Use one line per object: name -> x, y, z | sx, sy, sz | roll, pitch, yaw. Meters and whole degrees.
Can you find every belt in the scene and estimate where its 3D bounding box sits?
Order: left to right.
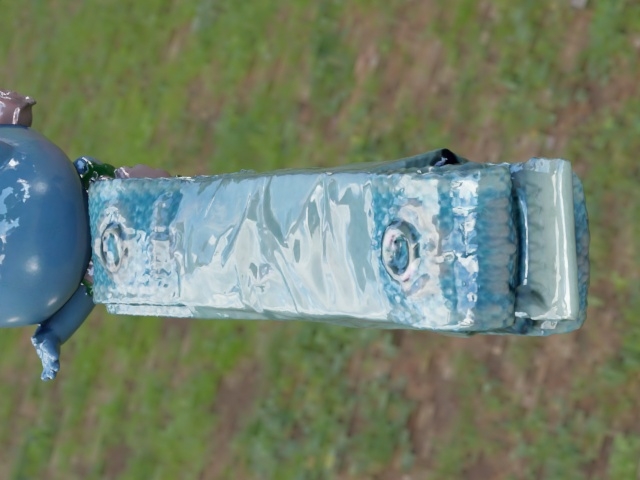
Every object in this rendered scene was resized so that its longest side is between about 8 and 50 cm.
belt -> 0.000, 0.000, 0.804 | 0.302, 0.087, 0.072 | 1, 91, 54

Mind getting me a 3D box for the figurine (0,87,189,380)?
figurine -> -0.134, -0.009, 0.987 | 0.144, 0.178, 0.114 | 42, 123, 50
